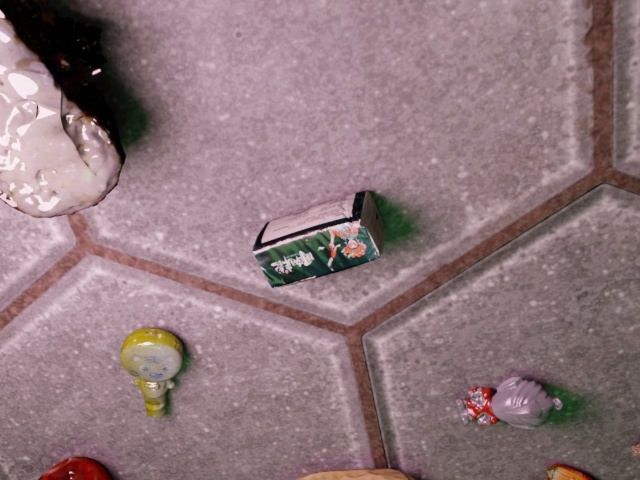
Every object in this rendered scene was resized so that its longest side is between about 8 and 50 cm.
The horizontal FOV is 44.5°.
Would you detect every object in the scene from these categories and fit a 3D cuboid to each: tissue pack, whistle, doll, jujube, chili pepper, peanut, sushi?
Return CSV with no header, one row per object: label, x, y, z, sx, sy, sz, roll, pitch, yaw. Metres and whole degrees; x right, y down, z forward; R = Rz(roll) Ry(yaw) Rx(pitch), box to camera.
tissue pack,0.001,0.000,1.119,0.170,0.103,0.090,-18,112,17
whistle,-0.282,0.224,1.329,0.104,0.057,0.198,3,131,-2
doll,0.306,0.268,1.274,0.180,0.079,0.094,-13,97,30
jujube,-0.449,0.514,1.476,0.155,0.155,0.230,-4,128,10
chili pepper,0.466,0.431,1.378,0.178,0.027,0.045,19,84,-5
peanut,0.038,0.488,1.408,0.325,0.140,0.153,-14,136,17
sushi,-0.373,-0.200,0.982,0.234,0.207,0.348,-28,121,9

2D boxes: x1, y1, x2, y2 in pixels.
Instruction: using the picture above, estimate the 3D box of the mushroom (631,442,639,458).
mushroom,0.558,0.357,1.306,0.079,0.085,0.085,18,137,48
